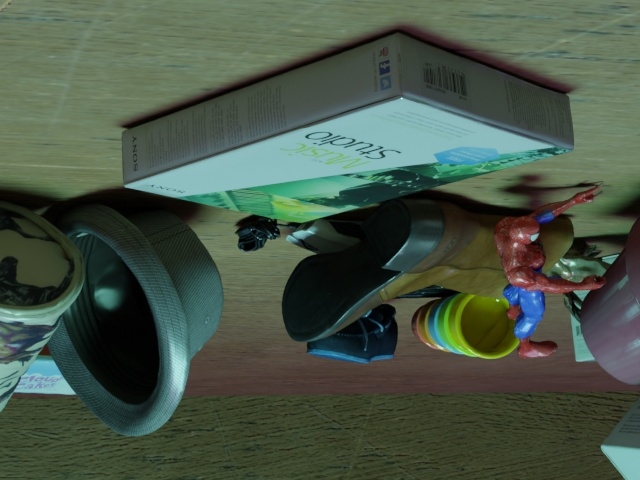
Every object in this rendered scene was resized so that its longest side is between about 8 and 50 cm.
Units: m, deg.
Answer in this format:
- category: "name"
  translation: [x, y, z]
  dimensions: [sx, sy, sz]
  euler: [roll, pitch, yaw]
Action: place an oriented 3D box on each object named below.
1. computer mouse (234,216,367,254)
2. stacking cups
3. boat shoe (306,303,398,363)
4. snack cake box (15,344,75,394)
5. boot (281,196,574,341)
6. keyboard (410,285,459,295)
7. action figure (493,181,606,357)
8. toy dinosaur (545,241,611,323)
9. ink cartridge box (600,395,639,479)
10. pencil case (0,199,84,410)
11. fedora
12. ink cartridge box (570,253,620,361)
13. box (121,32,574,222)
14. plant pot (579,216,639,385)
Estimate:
- category: "computer mouse"
  translation: [0.000, 0.000, 1.603]
  dimensions: [0.193, 0.042, 0.106]
  euler: [4, 165, -25]
- category: "stacking cups"
  translation: [0.188, 0.109, 1.925]
  dimensions: [0.096, 0.096, 0.316]
  euler: [0, 178, -11]
- category: "boat shoe"
  translation: [0.043, 0.125, 2.002]
  dimensions: [0.109, 0.089, 0.258]
  euler: [10, -178, 15]
- category: "snack cake box"
  translation: [-0.317, 0.113, 1.769]
  dimensions: [0.264, 0.152, 0.089]
  euler: [7, 144, -34]
- category: "boot"
  translation: [0.121, 0.038, 1.620]
  dimensions: [0.280, 0.096, 0.264]
  euler: [5, 137, -43]
- category: "keyboard"
  translation: [0.124, 0.062, 1.946]
  dimensions: [0.317, 0.033, 0.201]
  euler: [-1, 174, -9]
- category: "action figure"
  translation: [0.264, 0.034, 1.536]
  dimensions: [0.139, 0.091, 0.280]
  euler: [-17, 152, 6]
- category: "toy dinosaur"
  translation: [0.392, 0.105, 1.760]
  dimensions: [0.127, 0.296, 0.200]
  euler: [-31, -171, -37]
- category: "ink cartridge box"
  translation: [0.491, 0.175, 1.562]
  dimensions: [0.121, 0.289, 0.211]
  euler: [50, 157, -15]
- category: "pencil case"
  translation: [-0.402, 0.121, 1.510]
  dimensions: [0.183, 0.160, 0.410]
  euler: [-29, 164, -47]
- category: "fedora"
  translation: [-0.194, 0.069, 1.521]
  dimensions: [0.124, 0.243, 0.275]
  euler: [-27, 144, -38]
- category: "ink cartridge box"
  translation: [0.396, 0.094, 1.896]
  dimensions: [0.056, 0.135, 0.099]
  euler: [5, 166, -44]
- category: "box"
  translation: [0.019, -0.084, 1.186]
  dimensions: [0.322, 0.058, 0.232]
  euler: [-12, 164, 42]
- category: "plant pot"
  translation: [0.393, 0.070, 1.534]
  dimensions: [0.201, 0.201, 0.180]
  euler: [4, 150, -29]
